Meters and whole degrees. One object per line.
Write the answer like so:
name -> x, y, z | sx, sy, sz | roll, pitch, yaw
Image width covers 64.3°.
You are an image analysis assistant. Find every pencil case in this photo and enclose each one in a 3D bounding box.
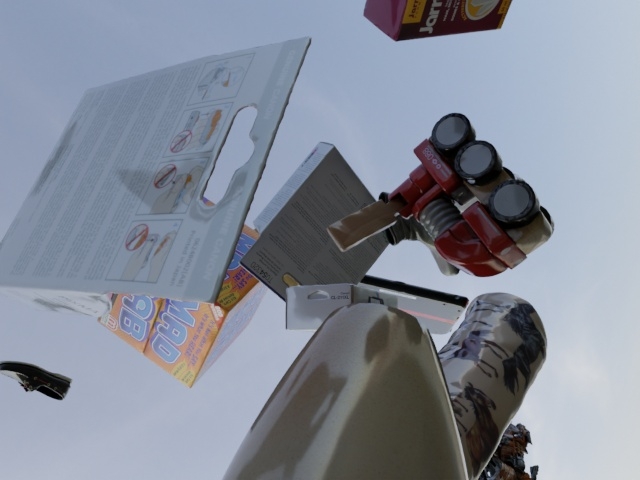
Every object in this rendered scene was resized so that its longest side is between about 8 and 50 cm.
pencil case -> 0.236, 0.242, 0.828 | 0.160, 0.183, 0.410 | 53, -134, 3

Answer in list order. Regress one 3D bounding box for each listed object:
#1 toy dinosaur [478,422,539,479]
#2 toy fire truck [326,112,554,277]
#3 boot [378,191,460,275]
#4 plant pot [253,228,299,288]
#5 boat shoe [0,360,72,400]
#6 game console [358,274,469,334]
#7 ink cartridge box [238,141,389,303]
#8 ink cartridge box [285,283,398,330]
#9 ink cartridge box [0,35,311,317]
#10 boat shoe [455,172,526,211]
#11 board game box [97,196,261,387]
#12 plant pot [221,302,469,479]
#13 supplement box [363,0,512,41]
toy dinosaur -> 0.391, 0.530, 1.196 | 0.322, 0.218, 0.164 | -14, -55, -59
toy fire truck -> 0.160, -0.032, 0.723 | 0.246, 0.217, 0.158 | -41, -35, 18
boot -> 0.230, -0.012, 1.229 | 0.161, 0.083, 0.246 | -18, -94, -26
plant pot -> -0.096, 0.050, 1.787 | 0.254, 0.254, 0.239 | -14, -107, -44
boat shoe -> -0.517, 0.253, 0.920 | 0.133, 0.049, 0.042 | 39, -138, -38
game console -> 0.229, 0.185, 1.544 | 0.342, 0.387, 0.060 | 81, -158, -64
ink cartridge box -> 0.000, 0.000, 1.186 | 0.330, 0.071, 0.324 | -50, -50, -9
ink cartridge box -> 0.039, 0.121, 0.863 | 0.175, 0.127, 0.072 | 20, -112, -56
ink cartridge box -> -0.192, -0.064, 0.591 | 0.091, 0.385, 0.308 | 46, -128, -49
boat shoe -> 0.329, -0.136, 1.128 | 0.301, 0.102, 0.108 | -6, -45, -33
board game box -> -0.387, 0.139, 1.556 | 0.356, 0.356, 0.356 | -61, -7, 33
plant pot -> 0.037, 0.208, 0.508 | 0.256, 0.256, 0.274 | 56, -143, -37
supplement box -> 0.159, -0.326, 0.646 | 0.188, 0.081, 0.104 | -17, -37, -26
